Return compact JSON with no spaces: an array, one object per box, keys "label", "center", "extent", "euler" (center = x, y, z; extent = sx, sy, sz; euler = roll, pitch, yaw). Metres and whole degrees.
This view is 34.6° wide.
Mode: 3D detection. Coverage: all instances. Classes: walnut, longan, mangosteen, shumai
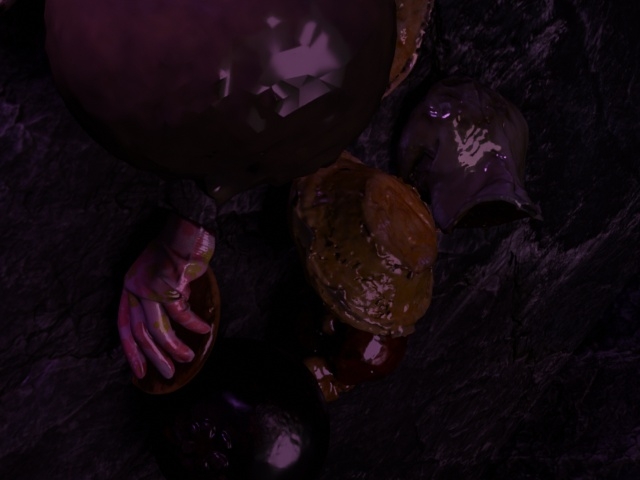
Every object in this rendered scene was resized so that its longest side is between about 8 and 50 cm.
[{"label":"walnut","center":[0.055,0.181,1.867],"extent":[0.269,0.221,0.244],"euler":[21,84,-62]},{"label":"longan","center":[-0.108,-0.229,1.145],"extent":[0.391,0.391,0.391],"euler":[-36,142,-35]},{"label":"mangosteen","center":[-0.125,0.309,1.669],"extent":[0.297,0.297,0.313],"euler":[-52,161,-14]},{"label":"shumai","center":[0.325,-0.137,1.945],"extent":[0.330,0.288,0.292],"euler":[-19,129,-46]}]

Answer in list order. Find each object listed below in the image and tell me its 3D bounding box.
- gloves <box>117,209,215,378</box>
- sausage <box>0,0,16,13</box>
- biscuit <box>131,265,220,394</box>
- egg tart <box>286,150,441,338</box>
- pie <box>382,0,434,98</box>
[{"label":"gloves","center":[-0.230,0.083,1.478],"extent":[0.126,0.145,0.241],"euler":[28,88,-50]},{"label":"sausage","center":[-0.285,-0.345,1.127],"extent":[0.269,0.033,0.033],"euler":[-54,149,-11]},{"label":"biscuit","center":[-0.204,0.134,1.543],"extent":[0.033,0.144,0.224],"euler":[19,92,-45]},{"label":"egg tart","center":[0.091,-0.010,1.709],"extent":[0.132,0.341,0.341],"euler":[-27,174,40]},{"label":"pie","center":[0.095,-0.343,1.665],"extent":[0.274,0.055,0.274],"euler":[-35,142,-34]}]
